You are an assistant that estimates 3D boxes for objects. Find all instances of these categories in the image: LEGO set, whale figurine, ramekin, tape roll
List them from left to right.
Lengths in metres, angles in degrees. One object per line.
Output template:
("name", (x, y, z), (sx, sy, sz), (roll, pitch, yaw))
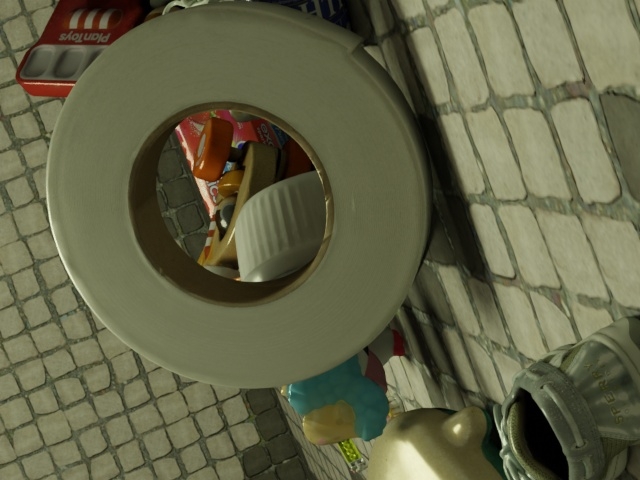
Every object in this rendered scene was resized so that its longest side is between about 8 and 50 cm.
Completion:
("tape roll", (-0.081, -0.042, 1.146), (0.072, 0.392, 0.392), (-54, -54, -69))
("ramekin", (0.000, 0.000, 1.302), (0.207, 0.207, 0.109), (100, 155, -71))
("LEGO set", (0.089, 0.292, 1.692), (0.287, 0.107, 0.132), (-139, 29, -68))
("whale figurine", (0.173, 0.285, 1.266), (0.272, 0.141, 0.216), (13, 99, 51))

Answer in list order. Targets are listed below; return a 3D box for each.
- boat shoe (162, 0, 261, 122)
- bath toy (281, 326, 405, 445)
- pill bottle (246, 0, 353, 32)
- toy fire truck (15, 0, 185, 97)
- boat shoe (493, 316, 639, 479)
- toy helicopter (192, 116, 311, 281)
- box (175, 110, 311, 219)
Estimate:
("boat shoe", (-0.112, -0.281, 1.378), (0.367, 0.157, 0.135), (81, 163, -53))
("bath toy", (0.036, 0.157, 1.429), (0.348, 0.129, 0.151), (-46, -32, -81))
("pill bottle", (-0.036, -0.266, 1.159), (0.112, 0.112, 0.186), (-127, 17, -53))
("toy fire truck", (-0.254, -0.298, 1.599), (0.169, 0.302, 0.253), (56, -133, -54))
("boat shoe", (0.188, 0.148, 0.920), (0.320, 0.103, 0.118), (105, 142, -72))
("toy helicopter", (-0.131, 0.027, 1.522), (0.235, 0.140, 0.355), (-91, 23, -43))
("box", (-0.103, -0.115, 1.652), (0.128, 0.123, 0.256), (-29, -81, -64))
